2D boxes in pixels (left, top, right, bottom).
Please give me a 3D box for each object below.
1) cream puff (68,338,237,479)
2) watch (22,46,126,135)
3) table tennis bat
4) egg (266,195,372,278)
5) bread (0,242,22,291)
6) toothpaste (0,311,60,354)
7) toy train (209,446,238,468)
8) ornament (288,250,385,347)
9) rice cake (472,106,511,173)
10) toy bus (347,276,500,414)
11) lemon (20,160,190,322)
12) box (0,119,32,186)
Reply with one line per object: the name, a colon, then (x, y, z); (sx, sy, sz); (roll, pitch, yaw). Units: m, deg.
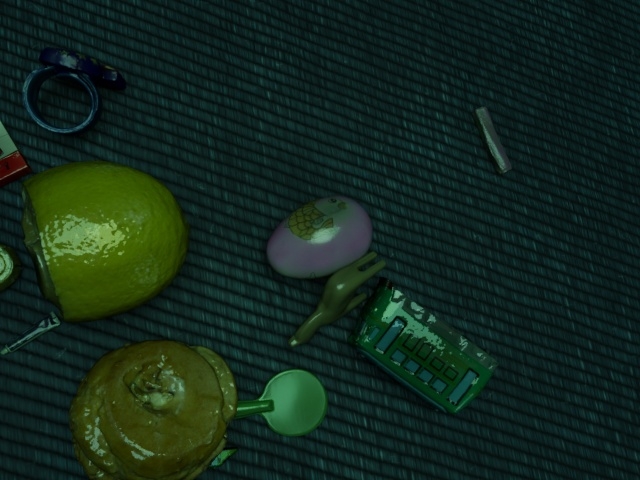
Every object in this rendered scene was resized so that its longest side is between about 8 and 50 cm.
cream puff: (-0.358, 0.374, 1.140); (0.327, 0.231, 0.343); (44, 40, 11)
watch: (-0.612, -0.356, 1.302); (0.196, 0.171, 0.200); (15, 91, -8)
table tennis bat: (-0.107, 0.398, 1.287); (0.257, 0.039, 0.161); (-2, 79, -16)
egg: (0.000, 0.000, 1.308); (0.271, 0.196, 0.196); (-37, 87, -12)
bread: (-0.777, 0.072, 1.222); (0.156, 0.064, 0.117); (-35, 82, -14)
toothpaste: (-0.675, 0.220, 1.231); (0.140, 0.021, 0.037); (-36, 85, -17)
toy train: (-0.295, 0.509, 1.224); (0.209, 0.044, 0.042); (0, 78, -10)
ornament: (0.031, 0.155, 1.293); (0.244, 0.230, 0.061); (-27, 63, -35)
rice cake: (0.496, -0.289, 1.535); (0.047, 0.036, 0.207); (-19, 82, -3)
toy bus: (0.237, 0.263, 1.302); (0.343, 0.183, 0.199); (36, 87, 0)
lemon: (-0.456, -0.011, 1.167); (0.364, 0.364, 0.364); (2, 78, -10)
box: (-0.789, -0.212, 1.288); (0.100, 0.048, 0.152); (-32, 83, -13)
